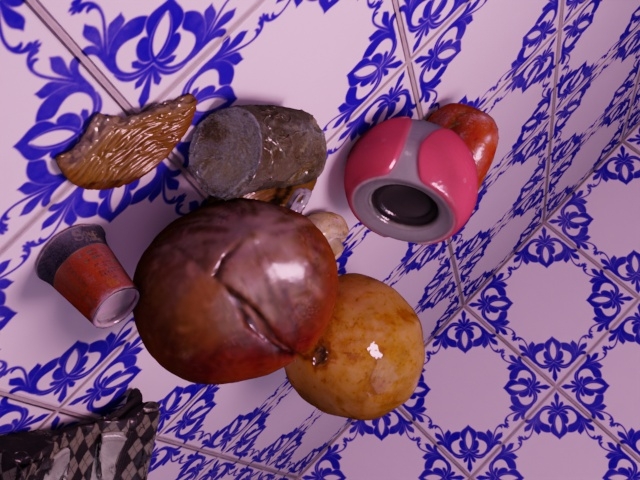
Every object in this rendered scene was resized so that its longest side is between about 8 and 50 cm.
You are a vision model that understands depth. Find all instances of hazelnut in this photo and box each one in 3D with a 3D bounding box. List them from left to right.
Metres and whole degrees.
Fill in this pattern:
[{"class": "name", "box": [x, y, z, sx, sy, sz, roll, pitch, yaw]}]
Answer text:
[{"class": "hazelnut", "box": [-0.150, 0.078, 1.453, 0.372, 0.315, 0.372, -32, 163, -11]}]

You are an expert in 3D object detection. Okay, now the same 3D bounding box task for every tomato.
[{"class": "tomato", "box": [0.304, -0.212, 2.005, 0.095, 0.236, 0.236, 3, 129, -37]}]

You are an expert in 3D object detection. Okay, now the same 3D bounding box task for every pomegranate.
[{"class": "pomegranate", "box": [0.101, 0.268, 2.188, 0.410, 0.410, 0.410, -39, 156, -20]}]

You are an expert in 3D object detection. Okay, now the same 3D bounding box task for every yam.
[{"class": "yam", "box": [-0.095, -0.157, 1.450, 0.254, 0.154, 0.154, -14, 140, -53]}]

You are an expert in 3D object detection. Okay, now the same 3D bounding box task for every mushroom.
[{"class": "mushroom", "box": [0.000, 0.000, 1.928, 0.148, 0.112, 0.148, -41, 166, -13]}]

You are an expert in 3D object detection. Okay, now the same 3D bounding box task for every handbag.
[{"class": "handbag", "box": [-0.516, 0.478, 1.736, 0.416, 0.180, 0.316, -5, 121, -58]}]

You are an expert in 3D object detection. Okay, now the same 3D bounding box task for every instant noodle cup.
[{"class": "instant noodle cup", "box": [-0.358, 0.062, 1.348, 0.127, 0.136, 0.127, -38, 156, -20]}]

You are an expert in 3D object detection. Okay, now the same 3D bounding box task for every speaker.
[{"class": "speaker", "box": [0.204, -0.126, 1.855, 0.294, 0.294, 0.294, -39, 156, -20]}]

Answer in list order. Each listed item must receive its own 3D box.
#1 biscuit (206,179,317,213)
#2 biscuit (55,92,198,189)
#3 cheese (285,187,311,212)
[{"class": "biscuit", "box": [-0.122, -0.062, 1.699, 0.318, 0.040, 0.318, -38, 157, -20]}, {"class": "biscuit", "box": [-0.276, -0.152, 1.277, 0.228, 0.031, 0.176, -43, 159, -10]}, {"class": "cheese", "box": [-0.104, 0.013, 1.705, 0.163, 0.082, 0.286, -9, 135, -57]}]
